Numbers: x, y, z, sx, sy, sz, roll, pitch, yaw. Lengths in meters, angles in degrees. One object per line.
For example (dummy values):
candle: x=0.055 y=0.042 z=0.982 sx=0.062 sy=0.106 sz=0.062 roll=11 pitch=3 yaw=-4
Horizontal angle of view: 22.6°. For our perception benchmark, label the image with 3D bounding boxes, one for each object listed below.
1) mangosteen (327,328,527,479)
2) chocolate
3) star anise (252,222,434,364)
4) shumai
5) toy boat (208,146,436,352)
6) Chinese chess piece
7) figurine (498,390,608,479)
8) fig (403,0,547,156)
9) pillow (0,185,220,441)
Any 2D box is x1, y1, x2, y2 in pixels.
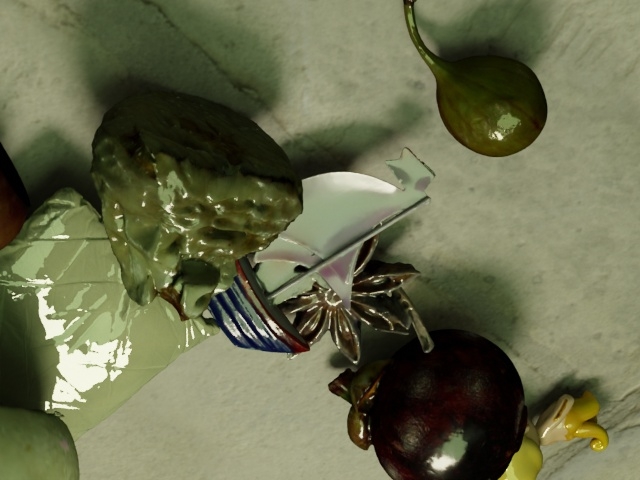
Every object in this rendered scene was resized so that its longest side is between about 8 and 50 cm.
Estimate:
mangosteen: x=0.138 y=0.222 z=2.106 sx=0.265 sy=0.228 sz=0.228 roll=12 pitch=126 yaw=8
chocolate: x=-0.411 y=-0.047 z=1.742 sx=0.177 sy=0.177 sz=0.176 roll=-9 pitch=128 yaw=-12
star anise: x=0.031 y=0.065 z=2.019 sx=0.262 sy=0.081 sz=0.230 roll=24 pitch=108 yaw=-18
shumai: x=-0.158 y=-0.036 z=1.792 sx=0.256 sy=0.189 sz=0.218 roll=10 pitch=110 yaw=-33
toy boat: x=-0.028 y=-0.008 z=1.905 sx=0.219 sy=0.072 sz=0.318 roll=34 pitch=105 yaw=-15
Chinese chess piece: x=-0.442 y=0.272 z=1.766 sx=0.349 sy=0.146 sz=0.349 roll=-2 pitch=167 yaw=-1
figurine: x=0.285 y=0.290 z=2.261 sx=0.246 sy=0.131 sz=0.156 roll=-25 pitch=146 yaw=-13
fig: x=0.164 y=-0.193 z=1.862 sx=0.124 sy=0.124 sz=0.236 roll=-43 pitch=112 yaw=15
pillow: x=-0.308 y=0.101 z=1.886 sx=0.274 sy=0.076 sz=0.281 roll=-39 pitch=123 yaw=7
